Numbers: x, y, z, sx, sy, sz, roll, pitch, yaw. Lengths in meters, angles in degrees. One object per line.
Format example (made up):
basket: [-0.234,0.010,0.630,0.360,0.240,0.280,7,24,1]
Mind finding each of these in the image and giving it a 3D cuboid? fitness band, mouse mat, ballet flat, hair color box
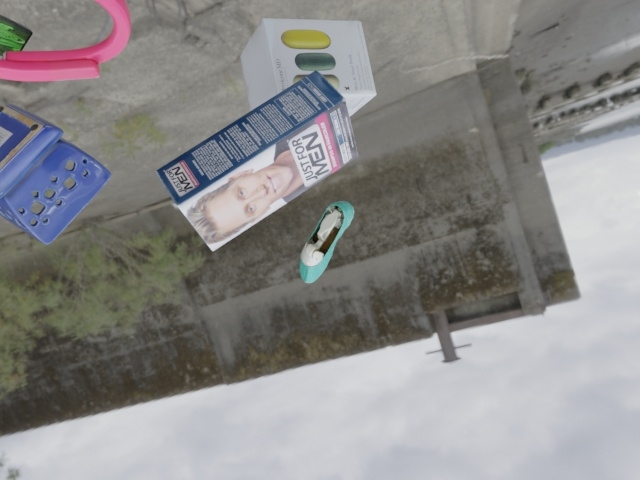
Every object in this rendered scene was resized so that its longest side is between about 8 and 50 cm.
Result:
fitness band: [-0.456,-0.350,0.913,0.291,0.054,0.209,-7,151,-11]
mouse mat: [-0.589,-0.364,0.939,0.190,0.007,0.153,19,164,-36]
ballet flat: [0.000,0.000,1.510,0.247,0.083,0.087,-60,154,8]
hair color box: [-0.107,-0.144,1.065,0.347,0.105,0.174,-34,149,-6]

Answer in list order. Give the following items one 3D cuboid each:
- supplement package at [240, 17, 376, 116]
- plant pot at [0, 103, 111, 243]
supplement package: [-0.035,-0.416,1.429,0.263,0.199,0.198,-9,174,-25]
plant pot: [-0.682,-0.167,1.322,0.236,0.236,0.212,-54,152,-17]
